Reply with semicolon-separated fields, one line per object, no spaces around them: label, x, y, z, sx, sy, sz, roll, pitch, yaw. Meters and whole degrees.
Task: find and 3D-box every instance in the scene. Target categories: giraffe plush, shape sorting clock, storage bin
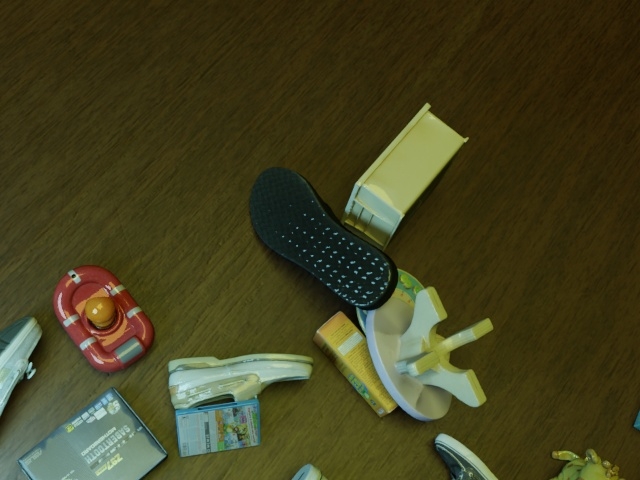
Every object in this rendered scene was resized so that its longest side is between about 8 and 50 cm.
giraffe plush;0.560;0.522;1.705;0.181;0.170;0.210;27;67;2
shape sorting clock;0.170;0.157;1.816;0.206;0.040;0.206;12;67;-30
storage bin;0.180;-0.124;1.844;0.123;0.260;0.262;38;67;7

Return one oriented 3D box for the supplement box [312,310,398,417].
supplement box;0.089;0.269;1.775;0.080;0.078;0.233;-40;79;-21

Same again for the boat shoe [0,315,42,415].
boat shoe;-0.646;0.298;1.629;0.103;0.118;0.320;43;59;-32

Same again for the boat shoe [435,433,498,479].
boat shoe;0.316;0.509;1.725;0.228;0.080;0.076;46;67;1

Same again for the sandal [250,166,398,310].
sandal;-0.001;0.003;1.823;0.167;0.107;0.446;-50;59;7

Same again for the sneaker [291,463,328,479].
sneaker;-0.066;0.570;1.624;0.091;0.094;0.258;44;75;-9

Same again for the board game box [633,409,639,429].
board game box;0.917;0.393;1.866;0.336;0.079;0.253;30;67;3

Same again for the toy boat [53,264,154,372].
toy boat;-0.450;0.150;1.688;0.151;0.151;0.231;-36;79;-21

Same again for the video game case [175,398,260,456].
video game case;-0.206;0.381;1.668;0.166;0.119;0.015;-6;31;-12

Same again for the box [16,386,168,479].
box;-0.448;0.434;1.628;0.233;0.059;0.183;-38;80;-20

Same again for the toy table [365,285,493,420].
toy table;0.223;0.229;1.689;0.252;0.161;0.274;-37;94;-40

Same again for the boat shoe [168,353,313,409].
boat shoe;-0.163;0.296;1.710;0.302;0.113;0.103;-4;71;0
